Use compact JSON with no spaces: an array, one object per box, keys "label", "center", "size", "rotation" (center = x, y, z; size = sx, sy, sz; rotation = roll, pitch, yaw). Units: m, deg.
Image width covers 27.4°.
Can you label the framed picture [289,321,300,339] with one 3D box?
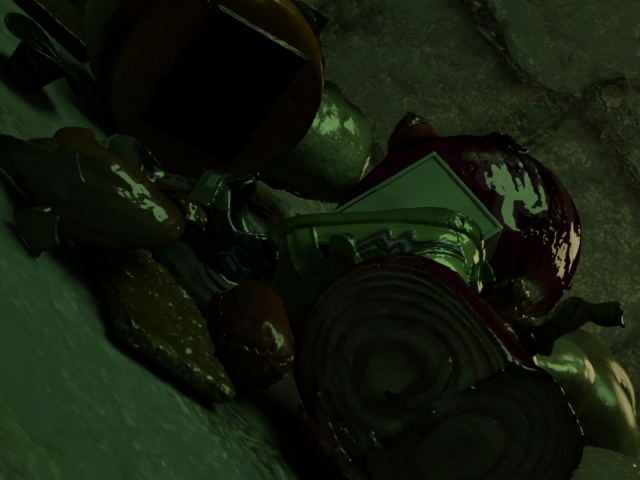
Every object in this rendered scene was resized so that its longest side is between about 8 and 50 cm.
[{"label":"framed picture","center":[0.036,0.161,1.488],"size":[0.232,0.019,0.296],"rotation":[39,13,-39]}]

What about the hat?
[{"label":"hat","center":[-0.293,-0.182,1.343],"size":[0.121,0.050,0.121],"rotation":[47,2,-3]}]

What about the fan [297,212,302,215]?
[{"label":"fan","center":[0.000,0.000,2.038],"size":[0.132,0.009,0.220],"rotation":[48,8,24]}]

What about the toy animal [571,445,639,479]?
[{"label":"toy animal","center":[0.339,0.352,1.523],"size":[0.226,0.188,0.358],"rotation":[43,9,11]}]

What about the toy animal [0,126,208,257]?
[{"label":"toy animal","center":[-0.188,-0.045,1.083],"size":[0.188,0.089,0.179],"rotation":[30,15,23]}]

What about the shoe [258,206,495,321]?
[{"label":"shoe","center":[0.045,0.031,1.354],"size":[0.128,0.262,0.140],"rotation":[-94,175,-63]}]

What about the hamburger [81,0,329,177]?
[{"label":"hamburger","center":[-0.141,-0.228,1.552],"size":[0.291,0.291,0.225],"rotation":[41,15,-32]}]

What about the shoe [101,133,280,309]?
[{"label":"shoe","center":[-0.120,-0.035,1.281],"size":[0.227,0.125,0.099],"rotation":[50,12,9]}]

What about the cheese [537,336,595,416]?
[{"label":"cheese","center":[0.242,0.194,1.694],"size":[0.235,0.217,0.117],"rotation":[71,-2,-54]}]

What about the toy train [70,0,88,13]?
[{"label":"toy train","center":[-0.353,-0.427,1.918],"size":[0.299,0.131,0.202],"rotation":[42,17,-22]}]

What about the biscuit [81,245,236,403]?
[{"label":"biscuit","center":[-0.150,0.042,1.121],"size":[0.131,0.026,0.237],"rotation":[42,9,-37]}]

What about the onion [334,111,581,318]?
[{"label":"onion","center":[0.163,-0.031,1.794],"size":[0.347,0.347,0.385],"rotation":[37,27,-47]}]

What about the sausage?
[{"label":"sausage","center":[-0.063,0.085,1.178],"size":[0.076,0.076,0.141],"rotation":[43,5,-21]}]

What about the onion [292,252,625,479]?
[{"label":"onion","center":[0.098,0.140,1.218],"size":[0.230,0.272,0.256],"rotation":[-128,-153,-49]}]

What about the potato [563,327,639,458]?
[{"label":"potato","center":[0.335,0.231,1.912],"size":[0.243,0.221,0.326],"rotation":[34,15,-23]}]

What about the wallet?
[{"label":"wallet","center":[-0.380,-0.332,1.654],"size":[0.255,0.031,0.137],"rotation":[43,9,-24]}]

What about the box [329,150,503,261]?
[{"label":"box","center":[0.081,0.013,1.526],"size":[0.129,0.225,0.086],"rotation":[51,-21,21]}]

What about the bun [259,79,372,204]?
[{"label":"bun","center":[-0.046,-0.157,1.879],"size":[0.272,0.168,0.273],"rotation":[22,-3,1]}]
